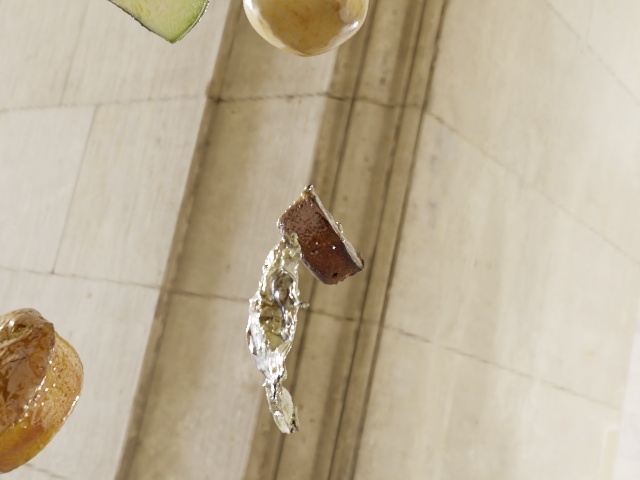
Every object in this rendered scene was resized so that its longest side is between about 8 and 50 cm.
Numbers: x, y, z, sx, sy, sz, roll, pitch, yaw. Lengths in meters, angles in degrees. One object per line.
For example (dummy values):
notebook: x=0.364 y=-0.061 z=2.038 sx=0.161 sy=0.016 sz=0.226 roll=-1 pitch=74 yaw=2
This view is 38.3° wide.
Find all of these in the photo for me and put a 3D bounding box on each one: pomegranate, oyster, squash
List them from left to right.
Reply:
squash: x=-0.232 y=-0.412 z=1.342 sx=0.191 sy=0.184 sz=0.085 roll=35 pitch=19 yaw=-13
oyster: x=-0.079 y=0.154 z=1.602 sx=0.107 sy=0.355 sz=0.201 roll=3 pitch=-34 yaw=2
pomegranate: x=-0.025 y=-0.366 z=1.349 sx=0.196 sy=0.196 sz=0.196 roll=12 pitch=-10 yaw=2

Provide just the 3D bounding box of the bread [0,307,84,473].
bread: x=-0.568 y=0.268 z=1.664 sx=0.312 sy=0.312 sz=0.172 roll=2 pitch=-34 yaw=44

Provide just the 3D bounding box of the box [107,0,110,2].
box: x=-0.362 y=-0.536 z=1.596 sx=0.143 sy=0.225 sz=0.341 roll=34 pitch=9 yaw=34

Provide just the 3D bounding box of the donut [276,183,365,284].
donut: x=-0.004 y=-0.003 z=1.999 sx=0.186 sy=0.126 sz=0.144 roll=44 pitch=14 yaw=-43
